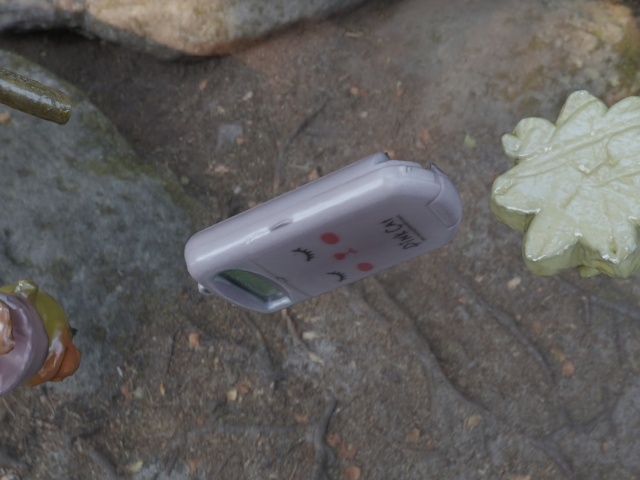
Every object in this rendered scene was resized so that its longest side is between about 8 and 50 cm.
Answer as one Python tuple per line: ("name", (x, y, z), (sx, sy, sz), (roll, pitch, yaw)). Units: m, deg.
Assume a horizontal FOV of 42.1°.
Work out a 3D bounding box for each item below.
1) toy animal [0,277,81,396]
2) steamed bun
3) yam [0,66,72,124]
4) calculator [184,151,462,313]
("toy animal", (-0.423, 0.133, 1.104), (0.169, 0.281, 0.195), (30, 90, 11))
("steamed bun", (0.385, -0.058, 1.158), (0.296, 0.137, 0.292), (20, 71, 36))
("yam", (-0.273, -0.130, 0.670), (0.145, 0.032, 0.032), (18, 50, -26))
("calculator", (0.000, 0.000, 0.502), (0.175, 0.100, 0.032), (-23, 60, 19))
